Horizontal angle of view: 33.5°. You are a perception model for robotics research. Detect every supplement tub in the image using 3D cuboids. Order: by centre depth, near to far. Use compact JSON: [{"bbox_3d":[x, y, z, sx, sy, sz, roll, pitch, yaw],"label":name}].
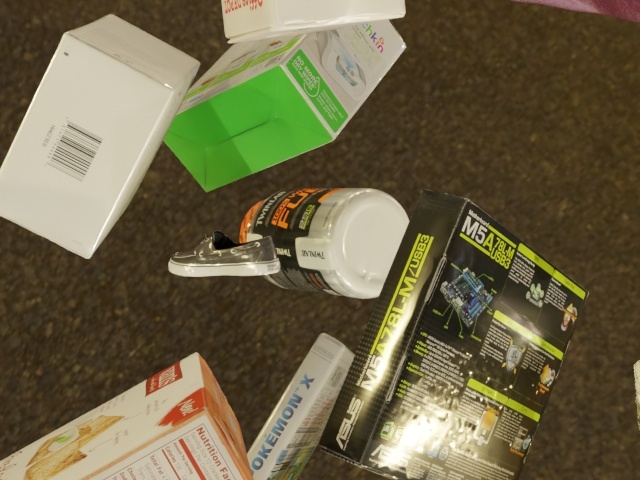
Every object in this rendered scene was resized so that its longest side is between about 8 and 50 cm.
[{"bbox_3d":[0.000,0.000,2.071,0.207,0.338,0.207,-2,93,-37],"label":"supplement tub"}]

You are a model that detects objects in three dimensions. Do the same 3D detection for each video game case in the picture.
[{"bbox_3d":[-0.046,0.261,1.304,0.036,0.329,0.299,30,84,10],"label":"video game case"}]

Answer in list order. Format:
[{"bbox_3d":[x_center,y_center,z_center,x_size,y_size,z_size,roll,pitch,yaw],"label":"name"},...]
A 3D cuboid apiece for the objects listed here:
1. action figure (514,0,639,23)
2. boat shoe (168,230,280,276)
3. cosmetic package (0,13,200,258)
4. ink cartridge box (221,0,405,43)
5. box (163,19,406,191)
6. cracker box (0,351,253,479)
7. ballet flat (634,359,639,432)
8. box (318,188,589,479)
[{"bbox_3d":[0.286,-0.200,0.745,0.276,0.248,0.370,10,30,-42],"label":"action figure"},{"bbox_3d":[-0.171,0.020,1.839,0.080,0.229,0.076,-16,103,-52],"label":"boat shoe"},{"bbox_3d":[-0.262,-0.131,1.267,0.138,0.224,0.224,28,16,-8],"label":"cosmetic package"},{"bbox_3d":[-0.017,-0.231,0.660,0.086,0.148,0.203,-8,100,-15],"label":"ink cartridge box"},{"bbox_3d":[-0.056,-0.210,1.434,0.126,0.262,0.231,53,46,-19],"label":"box"},{"bbox_3d":[-0.160,0.166,0.666,0.232,0.156,0.067,-28,99,-5],"label":"cracker box"},{"bbox_3d":[0.231,0.084,0.717,0.041,0.041,0.114,35,60,-6],"label":"ballet flat"},{"bbox_3d":[0.100,0.084,0.738,0.191,0.045,0.184,30,78,-46],"label":"box"}]
